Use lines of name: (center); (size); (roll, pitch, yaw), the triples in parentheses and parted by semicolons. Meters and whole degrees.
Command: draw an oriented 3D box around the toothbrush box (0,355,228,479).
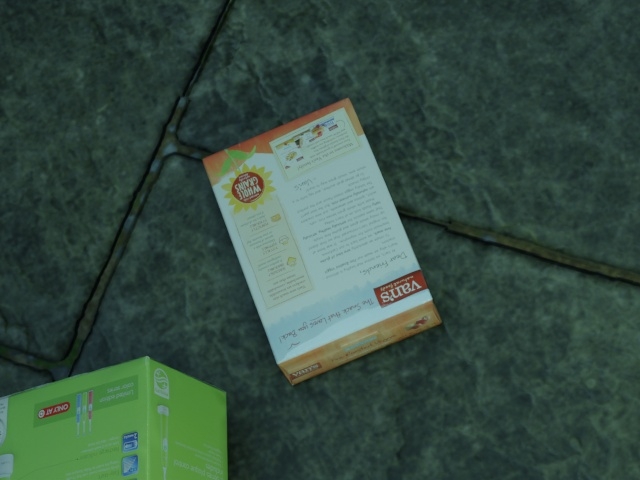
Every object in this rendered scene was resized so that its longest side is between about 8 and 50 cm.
toothbrush box: (-0.194, 0.268, 1.736); (0.206, 0.122, 0.283); (-18, 60, 29)

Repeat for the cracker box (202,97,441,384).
cracker box: (0.000, 0.000, 1.880); (0.155, 0.067, 0.232); (-22, 63, 2)
